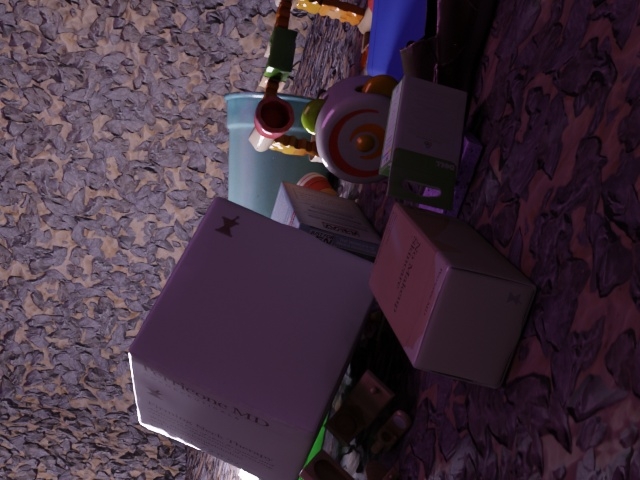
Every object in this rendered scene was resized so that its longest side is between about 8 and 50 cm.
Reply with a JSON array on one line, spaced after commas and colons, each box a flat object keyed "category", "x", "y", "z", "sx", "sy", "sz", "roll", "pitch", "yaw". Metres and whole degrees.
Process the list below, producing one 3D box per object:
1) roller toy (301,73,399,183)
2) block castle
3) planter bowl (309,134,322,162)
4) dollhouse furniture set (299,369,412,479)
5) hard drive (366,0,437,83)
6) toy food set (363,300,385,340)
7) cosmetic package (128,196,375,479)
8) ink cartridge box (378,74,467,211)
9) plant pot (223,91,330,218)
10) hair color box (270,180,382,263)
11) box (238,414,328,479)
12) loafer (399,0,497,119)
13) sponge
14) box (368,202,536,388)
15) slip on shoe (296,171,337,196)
[{"category": "roller toy", "x": 0.086, "y": -0.217, "z": 1.758, "sx": 0.209, "sy": 0.191, "sz": 0.146, "roll": -27, "pitch": 28, "yaw": 12}, {"category": "block castle", "x": 0.023, "y": -0.400, "z": 1.992, "sx": 0.213, "sy": 0.303, "sz": 0.453, "roll": 136, "pitch": 145, "yaw": -67}, {"category": "planter bowl", "x": 0.047, "y": -0.261, "z": 2.184, "sx": 0.162, "sy": 0.109, "sz": 0.162, "roll": -167, "pitch": 90, "yaw": -78}, {"category": "dollhouse furniture set", "x": 0.062, "y": 0.317, "z": 1.359, "sx": 0.151, "sy": 0.144, "sz": 0.123, "roll": -39, "pitch": -15, "yaw": -38}, {"category": "hard drive", "x": 0.173, "y": -0.405, "z": 1.706, "sx": 0.318, "sy": 0.040, "sz": 0.210, "roll": -138, "pitch": 51, "yaw": -65}, {"category": "toy food set", "x": 0.096, "y": 0.146, "z": 1.699, "sx": 0.122, "sy": 0.019, "sz": 0.078, "roll": -126, "pitch": 51, "yaw": -75}, {"category": "cosmetic package", "x": -0.117, "y": 0.197, "z": 1.591, "sx": 0.394, "sy": 0.329, "sz": 0.327, "roll": 104, "pitch": -170, "yaw": -60}, {"category": "ink cartridge box", "x": 0.157, "y": -0.142, "z": 1.378, "sx": 0.062, "sy": 0.109, "sz": 0.209, "roll": 132, "pitch": 150, "yaw": -67}, {"category": "plant pot", "x": -0.107, "y": -0.205, "z": 2.391, "sx": 0.341, "sy": 0.341, "sz": 0.334, "roll": -177, "pitch": 93, "yaw": -78}, {"category": "hair color box", "x": 0.006, "y": -0.015, "z": 1.900, "sx": 0.374, "sy": 0.185, "sz": 0.113, "roll": -116, "pitch": 42, "yaw": -72}, {"category": "box", "x": -0.075, "y": 0.415, "z": 1.940, "sx": 0.231, "sy": 0.127, "sz": 0.262, "roll": 170, "pitch": 112, "yaw": -75}, {"category": "loafer", "x": 0.187, "y": -0.293, "z": 1.513, "sx": 0.134, "sy": 0.130, "sz": 0.366, "roll": -144, "pitch": 69, "yaw": -78}, {"category": "sponge", "x": 0.200, "y": -0.077, "z": 1.440, "sx": 0.117, "sy": 0.031, "sz": 0.210, "roll": -105, "pitch": 32, "yaw": -66}, {"category": "box", "x": 0.167, "y": 0.063, "z": 1.214, "sx": 0.311, "sy": 0.121, "sz": 0.148, "roll": -117, "pitch": 43, "yaw": -73}, {"category": "slip on shoe", "x": -0.049, "y": -0.003, "z": 2.168, "sx": 0.101, "sy": 0.123, "sz": 0.331, "roll": 45, "pitch": 121, "yaw": 39}]
